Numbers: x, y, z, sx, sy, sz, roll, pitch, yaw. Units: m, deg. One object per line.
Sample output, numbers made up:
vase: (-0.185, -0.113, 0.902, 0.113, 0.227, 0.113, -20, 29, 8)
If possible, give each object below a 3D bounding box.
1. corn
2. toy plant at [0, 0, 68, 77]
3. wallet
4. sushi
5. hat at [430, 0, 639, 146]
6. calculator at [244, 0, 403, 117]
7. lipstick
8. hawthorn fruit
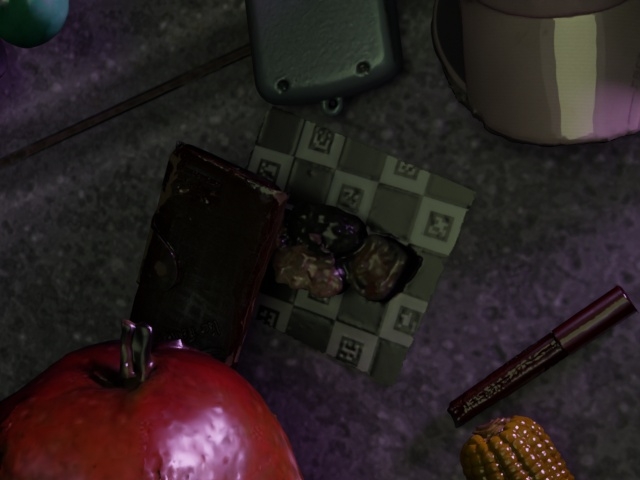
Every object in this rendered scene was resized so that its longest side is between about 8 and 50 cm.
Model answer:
corn: (0.187, 0.244, 0.648, 0.080, 0.080, 0.231, -32, 81, 16)
toy plant: (-0.370, -0.234, 0.811, 0.400, 0.185, 0.279, -47, 52, 12)
wallet: (-0.111, 0.036, 0.753, 0.122, 0.031, 0.232, 26, 116, 17)
sushi: (0.000, 0.000, 0.739, 0.215, 0.050, 0.192, 24, 96, 20)
hat: (0.179, -0.207, 0.631, 0.232, 0.161, 0.275, -1, 91, 24)
calculator: (-0.004, -0.231, 0.755, 0.141, 0.045, 0.246, -10, 84, 19)
lipstick: (0.176, 0.097, 0.685, 0.176, 0.027, 0.027, -38, 75, 16)
hawthorn fruit: (-0.149, 0.224, 0.666, 0.316, 0.316, 0.316, -1, 87, 20)
